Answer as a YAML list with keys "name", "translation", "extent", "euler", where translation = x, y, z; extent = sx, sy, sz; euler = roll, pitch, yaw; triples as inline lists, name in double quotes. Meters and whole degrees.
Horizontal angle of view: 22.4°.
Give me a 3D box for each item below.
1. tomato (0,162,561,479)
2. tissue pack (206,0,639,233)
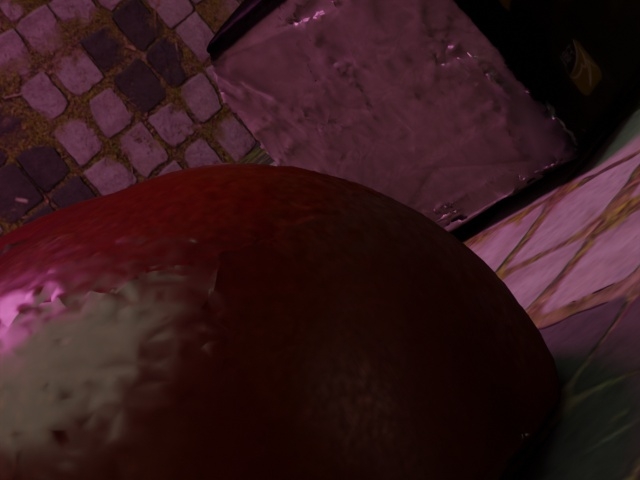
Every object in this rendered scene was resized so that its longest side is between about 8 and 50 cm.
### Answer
- name: "tomato"
  translation: [-0.085, 0.061, 0.618]
  extent: [0.338, 0.144, 0.338]
  euler: [-24, 6, 3]
- name: "tissue pack"
  translation: [0.118, -0.174, 1.062]
  extent: [0.210, 0.198, 0.370]
  euler: [-36, 8, 46]
